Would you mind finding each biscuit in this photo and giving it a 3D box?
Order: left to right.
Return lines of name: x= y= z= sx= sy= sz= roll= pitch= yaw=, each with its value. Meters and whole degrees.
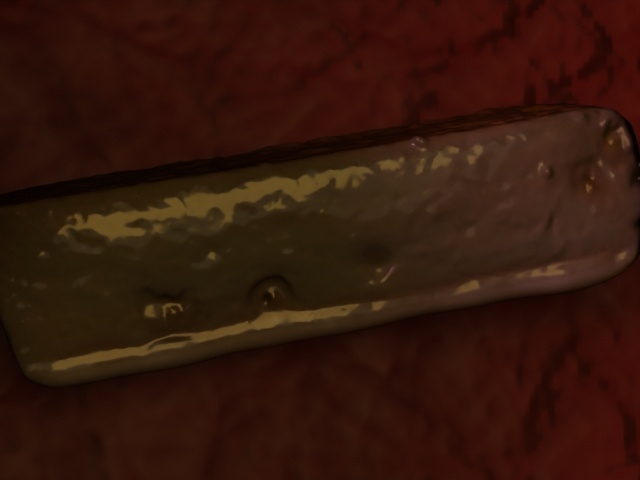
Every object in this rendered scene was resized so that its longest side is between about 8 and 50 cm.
biscuit: x=0.000 y=0.000 z=0.509 sx=0.188 sy=0.052 sz=0.056 roll=-9 pitch=100 yaw=-11
